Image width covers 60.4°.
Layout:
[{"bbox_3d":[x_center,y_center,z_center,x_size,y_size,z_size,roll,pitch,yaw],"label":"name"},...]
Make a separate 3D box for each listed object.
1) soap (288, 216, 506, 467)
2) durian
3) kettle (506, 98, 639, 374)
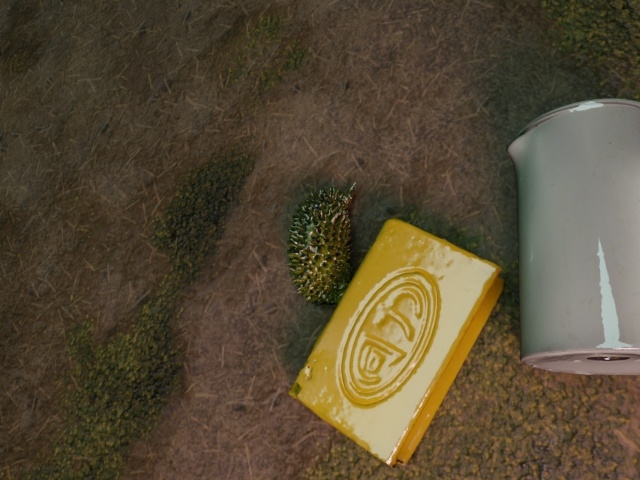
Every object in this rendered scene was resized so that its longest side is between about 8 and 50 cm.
[{"bbox_3d":[0.110,0.145,0.823,0.204,0.096,0.324,27,83,28],"label":"soap"},{"bbox_3d":[-0.007,-0.004,0.930,0.137,0.095,0.221,-4,64,21],"label":"durian"},{"bbox_3d":[0.382,0.000,0.697,0.265,0.205,0.318,-11,64,33],"label":"kettle"}]
